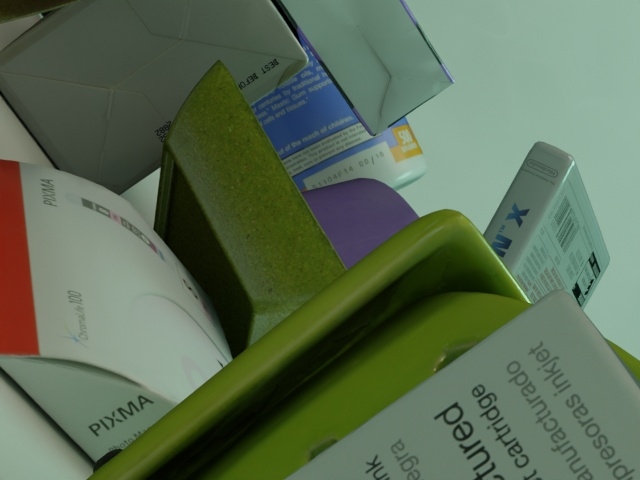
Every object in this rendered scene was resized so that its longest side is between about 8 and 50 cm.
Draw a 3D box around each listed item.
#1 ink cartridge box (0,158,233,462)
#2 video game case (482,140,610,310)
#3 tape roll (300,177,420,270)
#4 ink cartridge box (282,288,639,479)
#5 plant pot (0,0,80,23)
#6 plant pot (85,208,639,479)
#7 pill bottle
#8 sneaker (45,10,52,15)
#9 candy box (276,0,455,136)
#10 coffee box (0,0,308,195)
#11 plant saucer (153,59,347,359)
[{"bbox_3d":[-0.115,0.016,0.689,0.232,0.066,0.189,57,4,-32],"label":"ink cartridge box"},{"bbox_3d":[0.132,0.101,1.162,0.036,0.300,0.329,28,-5,19],"label":"video game case"},{"bbox_3d":[0.011,0.061,0.898,0.189,0.080,0.189,45,-38,51],"label":"tape roll"},{"bbox_3d":[0.016,0.136,0.322,0.087,0.208,0.153,43,13,-53],"label":"ink cartridge box"},{"bbox_3d":[-0.153,-0.249,0.677,0.237,0.237,0.254,-36,105,-84],"label":"plant pot"},{"bbox_3d":[0.046,0.140,0.528,0.228,0.227,0.207,50,1,-40],"label":"plant pot"},{"bbox_3d":[-0.025,-0.151,1.351,0.272,0.152,0.152,64,6,1],"label":"pill bottle"},{"bbox_3d":[-0.218,-0.336,1.239,0.447,0.169,0.257,50,9,-28],"label":"sneaker"},{"bbox_3d":[-0.004,-0.189,1.003,0.165,0.070,0.196,52,7,-38],"label":"candy box"},{"bbox_3d":[-0.112,-0.141,1.034,0.119,0.168,0.297,55,5,-13],"label":"coffee box"},{"bbox_3d":[-0.053,0.026,0.862,0.188,0.045,0.188,59,-28,33],"label":"plant saucer"}]
